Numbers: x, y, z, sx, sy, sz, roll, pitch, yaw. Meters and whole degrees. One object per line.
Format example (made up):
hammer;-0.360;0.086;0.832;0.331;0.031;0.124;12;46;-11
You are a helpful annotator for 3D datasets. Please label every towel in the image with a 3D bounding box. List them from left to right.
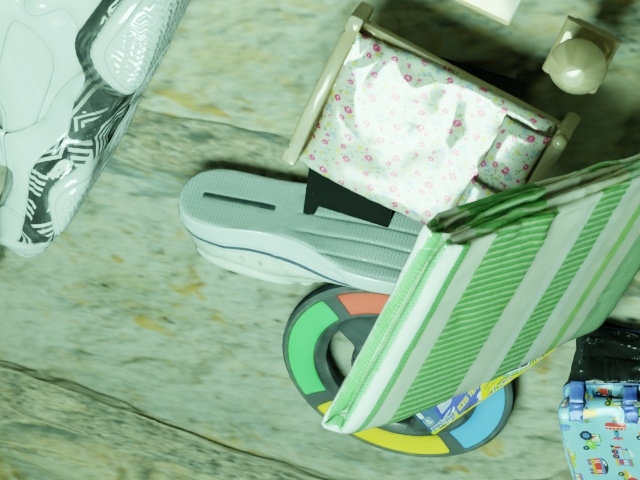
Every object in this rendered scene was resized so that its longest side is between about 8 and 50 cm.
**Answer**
towel;0.158;0.030;1.491;0.038;0.325;0.248;47;136;24

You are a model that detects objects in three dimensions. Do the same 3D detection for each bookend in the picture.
bookend;0.075;-0.077;1.599;0.157;0.072;0.156;17;137;9

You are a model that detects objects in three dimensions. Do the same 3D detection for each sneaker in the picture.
sneaker;-0.258;-0.153;1.642;0.210;0.137;0.366;30;132;-3
sneaker;0.000;0.000;1.712;0.258;0.094;0.091;17;155;16

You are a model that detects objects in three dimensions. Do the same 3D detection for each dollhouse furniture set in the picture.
dollhouse furniture set;0.034;-0.105;1.433;0.303;0.174;0.355;27;117;4

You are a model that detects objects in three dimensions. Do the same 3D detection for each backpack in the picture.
backpack;0.309;0.157;1.685;0.173;0.117;0.158;2;133;20

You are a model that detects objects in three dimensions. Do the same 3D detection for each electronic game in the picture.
electronic game;0.073;0.123;1.812;0.229;0.048;0.229;14;136;14

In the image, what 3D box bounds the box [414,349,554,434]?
box;0.146;0.098;1.705;0.169;0.054;0.059;-37;111;20
